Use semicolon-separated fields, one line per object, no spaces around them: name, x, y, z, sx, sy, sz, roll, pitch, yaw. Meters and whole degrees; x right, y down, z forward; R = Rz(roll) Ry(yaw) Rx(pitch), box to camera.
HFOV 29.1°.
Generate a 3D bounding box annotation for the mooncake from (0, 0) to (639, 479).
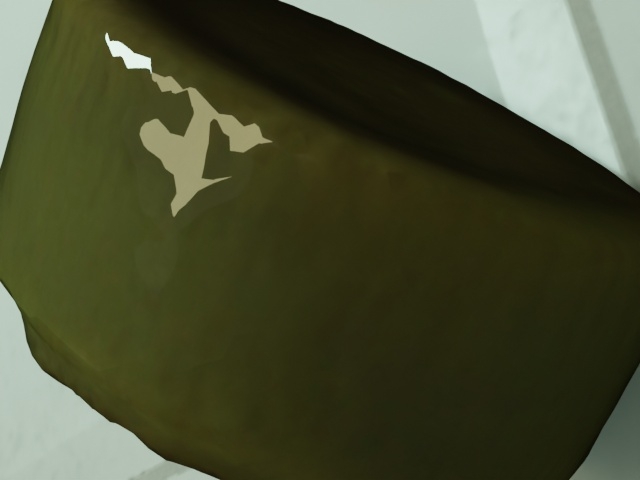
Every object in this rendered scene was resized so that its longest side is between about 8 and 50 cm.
mooncake;0.000;0.000;0.534;0.284;0.284;0.155;39;110;44
